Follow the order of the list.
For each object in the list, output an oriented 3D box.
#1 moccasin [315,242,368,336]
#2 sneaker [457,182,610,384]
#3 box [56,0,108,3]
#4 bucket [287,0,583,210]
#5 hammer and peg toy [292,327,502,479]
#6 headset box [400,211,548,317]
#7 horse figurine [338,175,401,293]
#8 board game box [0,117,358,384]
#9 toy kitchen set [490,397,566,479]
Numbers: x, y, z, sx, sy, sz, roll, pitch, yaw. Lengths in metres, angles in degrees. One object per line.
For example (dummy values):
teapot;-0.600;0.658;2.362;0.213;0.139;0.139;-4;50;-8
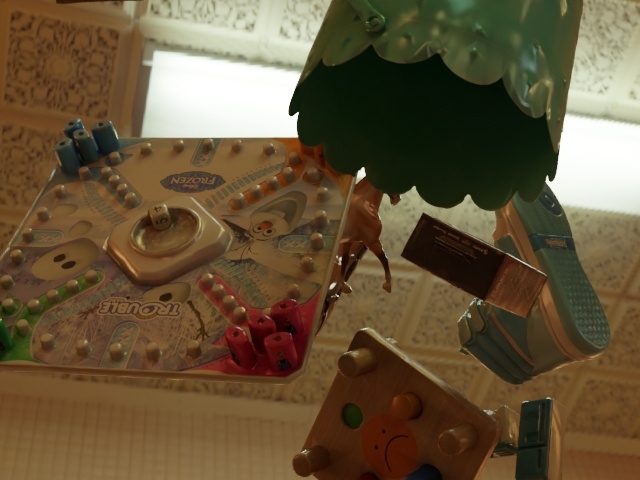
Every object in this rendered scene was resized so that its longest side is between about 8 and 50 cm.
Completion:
moccasin;-0.037;0.053;1.546;0.147;0.380;0.139;30;-54;2
sneaker;0.254;0.052;1.474;0.127;0.319;0.208;12;-37;-40
box;-0.187;-0.300;0.915;0.056;0.231;0.183;-14;-72;-27
bucket;0.116;-0.170;1.018;0.281;0.183;0.281;15;-21;6
hammer and peg toy;0.092;0.341;1.522;0.127;0.266;0.361;-11;-51;-54
headset box;0.092;0.015;0.634;0.083;0.062;0.032;24;-86;-58
horse figurine;0.000;0.000;1.370;0.263;0.066;0.174;-9;-66;-21
board game box;-0.173;-0.011;1.174;0.390;0.390;0.050;1;-48;14
toy kitchen set;0.219;0.283;1.519;0.166;0.122;0.207;30;-34;-33
